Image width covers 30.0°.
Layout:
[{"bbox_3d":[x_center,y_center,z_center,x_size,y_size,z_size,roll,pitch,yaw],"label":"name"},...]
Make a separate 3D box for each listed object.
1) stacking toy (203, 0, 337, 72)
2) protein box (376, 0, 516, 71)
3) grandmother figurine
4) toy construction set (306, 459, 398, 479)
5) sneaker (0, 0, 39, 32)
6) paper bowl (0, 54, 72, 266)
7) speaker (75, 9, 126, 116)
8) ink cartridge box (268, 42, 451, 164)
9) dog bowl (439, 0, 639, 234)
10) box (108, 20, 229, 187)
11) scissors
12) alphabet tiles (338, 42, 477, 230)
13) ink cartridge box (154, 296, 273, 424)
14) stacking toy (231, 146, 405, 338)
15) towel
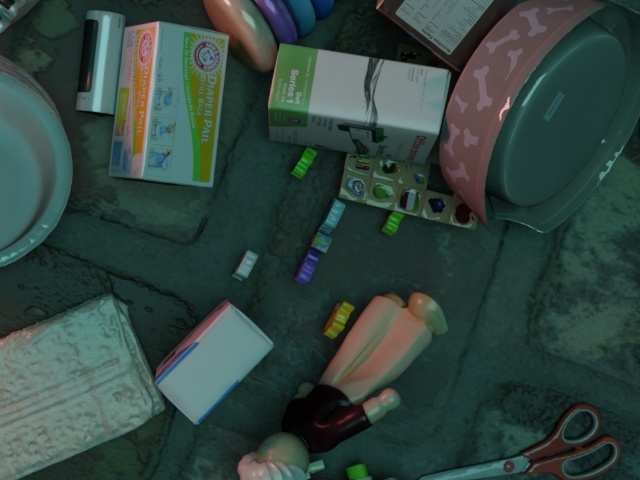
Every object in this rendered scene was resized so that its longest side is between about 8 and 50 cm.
[{"bbox_3d":[0.011,-0.368,1.595,0.330,0.141,0.141,-37,97,-11],"label":"stacking toy"},{"bbox_3d":[0.187,-0.352,1.553,0.136,0.200,0.201,37,107,-8],"label":"protein box"},{"bbox_3d":[0.018,0.210,1.572,0.104,0.208,0.342,48,63,-10],"label":"grandmother figurine"},{"bbox_3d":[0.039,0.434,1.625,0.215,0.151,0.327,-21,88,17],"label":"toy construction set"},{"bbox_3d":[-0.382,-0.355,1.544,0.110,0.118,0.292,45,66,-7],"label":"sneaker"},{"bbox_3d":[-0.450,-0.088,1.473,0.284,0.148,0.284,-8,117,-16],"label":"paper bowl"},{"bbox_3d":[-0.291,-0.233,1.584,0.055,0.055,0.136,7,92,-9],"label":"speaker"},{"bbox_3d":[0.047,-0.174,1.555,0.219,0.160,0.092,9,79,0],"label":"ink cartridge box"},{"bbox_3d":[0.292,-0.169,1.557,0.102,0.349,0.348,35,86,33],"label":"dog bowl"},{"bbox_3d":[-0.198,-0.176,1.557,0.103,0.114,0.203,6,91,-33],"label":"box"},{"bbox_3d":[0.289,0.329,1.712,0.297,0.021,0.109,-23,97,-9],"label":"scissors"},{"bbox_3d":[0.142,-0.149,1.657,0.198,0.009,0.237,13,79,-9],"label":"alphabet tiles"},{"bbox_3d":[-0.140,0.152,1.553,0.082,0.191,0.139,45,85,-6],"label":"ink cartridge box"},{"bbox_3d":[0.000,0.000,1.639,0.167,0.052,0.221,30,79,-8],"label":"stacking toy"},{"bbox_3d":[-0.364,0.201,1.593,0.282,0.049,0.187,-22,94,-6],"label":"towel"}]
